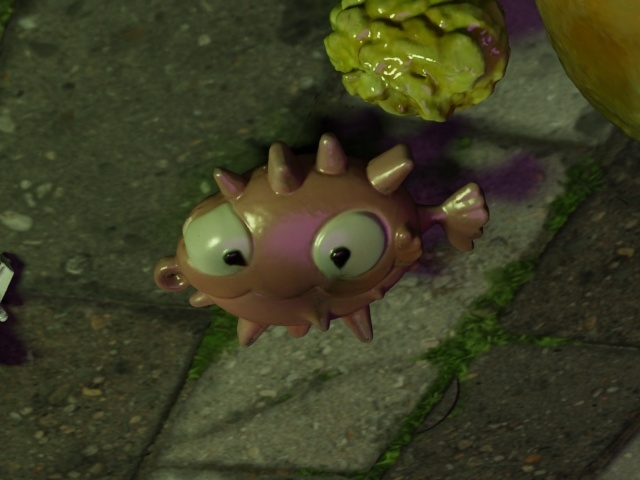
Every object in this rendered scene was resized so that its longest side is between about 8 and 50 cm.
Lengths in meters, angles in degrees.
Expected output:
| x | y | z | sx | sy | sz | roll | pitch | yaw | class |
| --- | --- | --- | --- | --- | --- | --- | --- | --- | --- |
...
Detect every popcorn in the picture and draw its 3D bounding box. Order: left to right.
| x | y | z | sx | sy | sz | roll | pitch | yaw | class |
| --- | --- | --- | --- | --- | --- | --- | --- | --- | --- |
| 0.066 | -0.128 | 0.968 | 0.120 | 0.116 | 0.106 | -15 | 159 | 3 | popcorn |

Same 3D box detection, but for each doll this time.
| x | y | z | sx | sy | sz | roll | pitch | yaw | class |
| --- | --- | --- | --- | --- | --- | --- | --- | --- | --- |
| 0.000 | 0.000 | 1.121 | 0.262 | 0.093 | 0.211 | -6 | 135 | -3 | doll |

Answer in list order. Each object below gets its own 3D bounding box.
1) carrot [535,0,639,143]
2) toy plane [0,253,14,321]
| x | y | z | sx | sy | sz | roll | pitch | yaw | class |
| --- | --- | --- | --- | --- | --- | --- | --- | --- | --- |
| 0.217 | -0.208 | 0.827 | 0.224 | 0.224 | 0.341 | -20 | 137 | 10 | carrot |
| -0.304 | 0.078 | 1.163 | 0.162 | 0.065 | 0.171 | -28 | 135 | 2 | toy plane |
